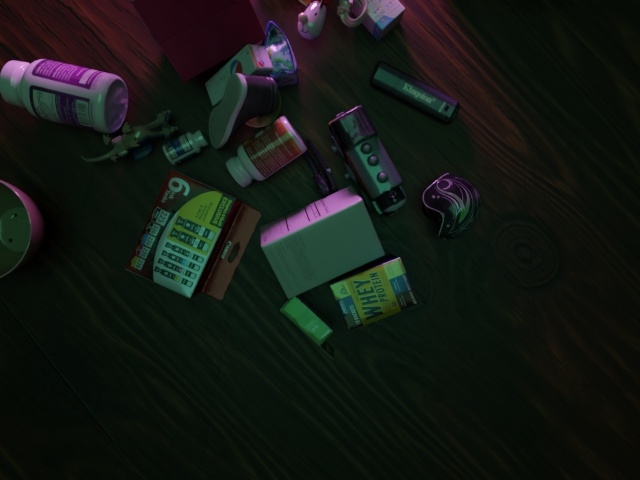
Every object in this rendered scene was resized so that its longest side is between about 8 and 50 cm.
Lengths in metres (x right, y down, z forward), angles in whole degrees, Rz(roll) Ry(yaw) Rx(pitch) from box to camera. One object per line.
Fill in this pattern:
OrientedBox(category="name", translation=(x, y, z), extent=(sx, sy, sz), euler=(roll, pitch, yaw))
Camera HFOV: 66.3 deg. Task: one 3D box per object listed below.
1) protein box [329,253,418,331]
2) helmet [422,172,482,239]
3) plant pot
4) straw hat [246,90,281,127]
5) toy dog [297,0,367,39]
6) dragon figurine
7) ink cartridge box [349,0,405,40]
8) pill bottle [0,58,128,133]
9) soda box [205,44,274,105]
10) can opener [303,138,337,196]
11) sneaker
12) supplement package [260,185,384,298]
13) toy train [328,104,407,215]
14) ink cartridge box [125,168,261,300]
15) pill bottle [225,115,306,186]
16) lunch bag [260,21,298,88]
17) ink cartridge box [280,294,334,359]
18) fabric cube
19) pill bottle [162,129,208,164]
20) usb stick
OrientedBox(category="protein box", translation=(0.142, 0.139, 1.378), extent=(0.201, 0.200, 0.136), euler=(-22, 91, 1))
OrientedBox(category="helmet", translation=(0.373, -0.091, 1.391), extent=(0.169, 0.169, 0.161), euler=(-41, 74, 1))
OrientedBox(category="plant pot", translation=(-0.903, -0.033, 1.388), extent=(0.284, 0.191, 0.284), euler=(0, 92, 1))
OrientedBox(category="straw hat", translation=(-0.164, -0.393, 1.438), extent=(0.144, 0.061, 0.144), euler=(0, 90, 24))
OrientedBox(category="toy dog", translation=(-0.002, -0.745, 1.334), extent=(0.220, 0.161, 0.333), euler=(-3, 86, 30))
OrientedBox(category="dragon figurine", translation=(-0.548, -0.284, 1.431), extent=(0.289, 0.144, 0.085), euler=(-28, 93, 20))
OrientedBox(category="ink cartridge box", translation=(0.158, -0.672, 1.415), extent=(0.092, 0.090, 0.143), euler=(-43, 91, 1))
OrientedBox(category="pill bottle", translation=(-0.724, -0.414, 1.389), extent=(0.302, 0.169, 0.169), euler=(13, 91, 0))
OrientedBox(category="soda box", translation=(-0.230, -0.457, 1.371), extent=(0.216, 0.069, 0.074), euler=(-22, 88, 42))
OrientedBox(category="can opener", translation=(-0.005, -0.216, 1.444), extent=(0.059, 0.073, 0.186), euler=(-24, 82, 9))
OrientedBox(category="sneaker", translation=(-0.213, -0.354, 1.376), extent=(0.147, 0.296, 0.104), euler=(-13, 73, -35))
OrientedBox(category="supplement package", translation=(0.000, 0.000, 1.370), extent=(0.293, 0.175, 0.177), euler=(-24, 110, 1))
OrientedBox(category="toy train", translation=(0.133, -0.219, 1.375), extent=(0.142, 0.190, 0.334), euler=(-28, 91, 2))
OrientedBox(category="ink cartridge box", translation=(-0.356, -0.006, 1.415), extent=(0.272, 0.130, 0.309), euler=(24, 91, -1))
OrientedBox(category="pill bottle", translation=(-0.158, -0.249, 1.406), extent=(0.216, 0.121, 0.121), euler=(-33, 91, 8))
OrientedBox(category="lunch bag", translation=(-0.121, -0.528, 1.401), extent=(0.096, 0.129, 0.151), euler=(-11, 92, 0))
OrientedBox(category="ink cartridge box", translation=(-0.018, 0.242, 1.428), extent=(0.209, 0.109, 0.062), euler=(43, 92, 0))
OrientedBox(category="fabric cube", translation=(-0.336, -0.634, 1.297), extent=(0.258, 0.259, 0.254), euler=(-29, 54, 0))
OrientedBox(category="pill bottle", translation=(-0.395, -0.276, 1.439), extent=(0.120, 0.067, 0.067), euler=(-27, 91, 1))
OrientedBox(category="usb stick", translation=(0.276, -0.435, 1.441), extent=(0.278, 0.045, 0.077), euler=(28, 91, -1))
